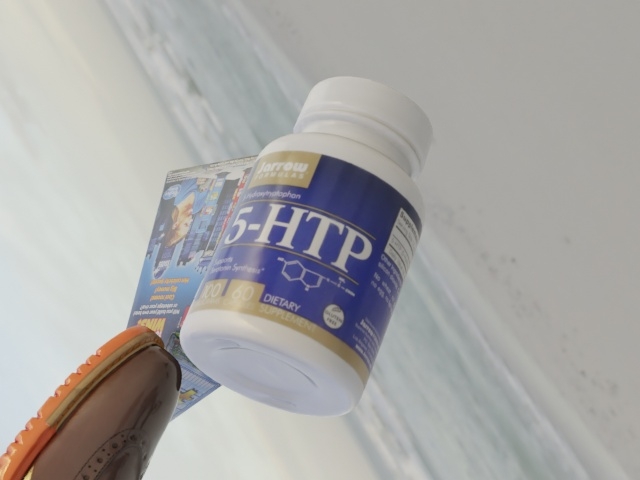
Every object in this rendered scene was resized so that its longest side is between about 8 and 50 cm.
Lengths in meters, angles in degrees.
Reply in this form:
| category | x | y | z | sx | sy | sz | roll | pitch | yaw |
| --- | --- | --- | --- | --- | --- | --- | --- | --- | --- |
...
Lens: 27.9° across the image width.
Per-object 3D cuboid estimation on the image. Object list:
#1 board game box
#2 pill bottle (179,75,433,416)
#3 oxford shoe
| category | x | y | z | sx | sy | sz | roll | pitch | yaw |
| --- | --- | --- | --- | --- | --- | --- | --- | --- | --- |
| board game box | -0.070 | 0.036 | 0.930 | 0.060 | 0.194 | 0.194 | 33 | 157 | -34 |
| pill bottle | 0.000 | 0.000 | 0.771 | 0.112 | 0.186 | 0.112 | 17 | 155 | 9 |
| oxford shoe | -0.111 | 0.167 | 0.561 | 0.098 | 0.271 | 0.097 | 19 | 159 | 12 |
